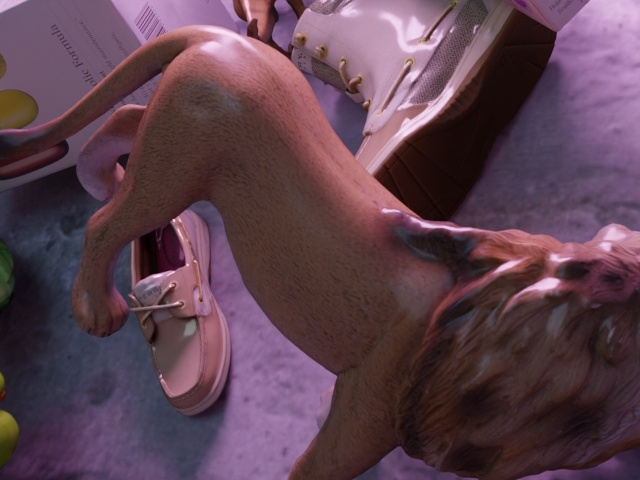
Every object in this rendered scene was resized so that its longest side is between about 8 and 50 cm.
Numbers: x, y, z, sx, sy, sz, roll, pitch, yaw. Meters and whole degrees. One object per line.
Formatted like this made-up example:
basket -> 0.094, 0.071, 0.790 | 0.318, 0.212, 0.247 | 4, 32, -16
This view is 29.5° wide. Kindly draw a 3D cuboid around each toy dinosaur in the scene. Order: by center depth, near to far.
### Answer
toy dinosaur -> -0.045, -0.172, 0.881 | 0.064, 0.112, 0.211 | -31, 43, 20

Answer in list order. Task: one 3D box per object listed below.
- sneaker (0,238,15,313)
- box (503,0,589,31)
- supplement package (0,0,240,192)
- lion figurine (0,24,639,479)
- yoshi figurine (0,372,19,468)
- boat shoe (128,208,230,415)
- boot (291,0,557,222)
sneaker -> -0.427, 0.061, 1.010 | 0.483, 0.185, 0.202 | 0, 82, 39
box -> 0.085, -0.225, 0.806 | 0.067, 0.063, 0.324 | -45, 33, 6
supplement package -> -0.211, -0.143, 0.949 | 0.244, 0.139, 0.133 | -17, 33, 28
lion figurine -> 0.000, 0.000, 0.641 | 0.240, 0.392, 0.142 | -51, 0, 38
yoshi figurine -> -0.384, 0.156, 0.818 | 0.362, 0.203, 0.203 | -17, 40, 22
boat shoe -> -0.106, 0.040, 0.839 | 0.063, 0.059, 0.170 | -30, 50, 18
boot -> 0.035, -0.091, 0.803 | 0.165, 0.077, 0.213 | 26, 73, 41
